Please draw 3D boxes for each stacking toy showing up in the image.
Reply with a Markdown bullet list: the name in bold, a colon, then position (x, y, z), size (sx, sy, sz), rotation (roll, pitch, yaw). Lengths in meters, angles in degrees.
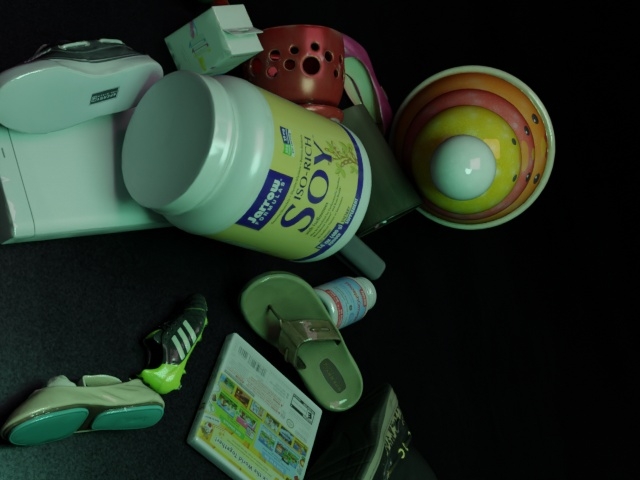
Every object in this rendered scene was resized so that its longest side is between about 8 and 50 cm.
- **stacking toy**: position (0.283, -0.150, 1.884), size (0.350, 0.351, 0.480), rotation (62, 16, -7)

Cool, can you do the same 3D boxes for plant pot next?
- **plant pot**: position (-0.047, -0.283, 1.770), size (0.191, 0.191, 0.174), rotation (6, 77, -50)

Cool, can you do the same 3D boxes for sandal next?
- **sandal**: position (-0.017, 0.169, 1.612), size (0.302, 0.120, 0.086), rotation (52, -3, -21)

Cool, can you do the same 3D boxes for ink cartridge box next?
- **ink cartridge box**: position (-0.178, -0.343, 1.680), size (0.092, 0.143, 0.089), rotation (-26, 92, -54)

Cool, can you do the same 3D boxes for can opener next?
- **can opener**: position (0.000, 0.000, 1.801), size (0.283, 0.076, 0.095), rotation (42, 75, -31)

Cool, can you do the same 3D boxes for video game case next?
- **video game case**: position (-0.097, 0.292, 1.537), size (0.227, 0.026, 0.206), rotation (46, 40, -27)

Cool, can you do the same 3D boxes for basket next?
- **basket**: position (0.080, -0.136, 1.891), size (0.226, 0.154, 0.204), rotation (62, 10, 2)

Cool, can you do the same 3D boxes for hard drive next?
- **hard drive**: position (-0.342, -0.123, 1.435), size (0.353, 0.047, 0.233), rotation (-8, 78, -54)

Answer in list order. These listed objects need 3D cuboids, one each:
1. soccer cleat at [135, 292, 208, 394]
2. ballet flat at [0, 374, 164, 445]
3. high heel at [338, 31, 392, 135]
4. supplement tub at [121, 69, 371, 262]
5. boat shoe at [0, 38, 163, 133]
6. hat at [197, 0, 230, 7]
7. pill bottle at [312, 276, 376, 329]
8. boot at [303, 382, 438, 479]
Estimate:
- **soccer cleat**: position (-0.217, 0.142, 1.439), size (0.072, 0.060, 0.178), rotation (41, 46, -29)
- **ballet flat**: position (-0.316, 0.214, 1.271), size (0.248, 0.086, 0.086), rotation (8, 65, -51)
- **high heel**: position (0.075, -0.328, 2.048), size (0.244, 0.082, 0.117), rotation (53, 26, -39)
- **supplement tub**: position (-0.107, -0.109, 1.482), size (0.331, 0.241, 0.241), rotation (17, 59, -47)
- **boat shoe**: position (-0.355, -0.231, 1.358), size (0.102, 0.108, 0.301), rotation (39, 36, 19)
- **hat**: position (-0.229, -0.448, 1.777), size (0.208, 0.183, 0.173), rotation (31, 20, 23)
- **pill bottle**: position (0.032, 0.113, 1.744), size (0.160, 0.087, 0.087), rotation (-18, 86, -54)
- **boot**: position (0.111, 0.443, 1.613), size (0.284, 0.138, 0.377), rotation (58, 24, -13)
